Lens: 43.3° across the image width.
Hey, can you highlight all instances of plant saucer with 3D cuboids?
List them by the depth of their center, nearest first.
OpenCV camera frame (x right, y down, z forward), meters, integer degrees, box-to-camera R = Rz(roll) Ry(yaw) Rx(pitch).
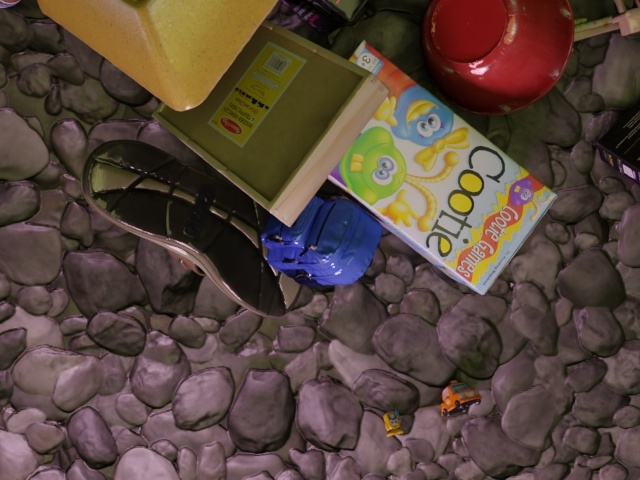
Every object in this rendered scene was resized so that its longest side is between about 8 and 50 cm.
[{"bbox_3d":[-0.144,-0.336,0.806,0.333,0.332,0.081,-53,143,1],"label":"plant saucer"}]

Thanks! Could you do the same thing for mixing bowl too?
[{"bbox_3d":[0.182,-0.236,0.907,0.181,0.098,0.182,1,92,31],"label":"mixing bowl"}]

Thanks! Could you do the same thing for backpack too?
[{"bbox_3d":[0.000,0.000,0.908,0.101,0.120,0.098,32,72,-39],"label":"backpack"}]

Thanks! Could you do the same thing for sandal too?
[{"bbox_3d":[-0.138,-0.018,0.938,0.302,0.086,0.120,35,71,-24],"label":"sandal"}]

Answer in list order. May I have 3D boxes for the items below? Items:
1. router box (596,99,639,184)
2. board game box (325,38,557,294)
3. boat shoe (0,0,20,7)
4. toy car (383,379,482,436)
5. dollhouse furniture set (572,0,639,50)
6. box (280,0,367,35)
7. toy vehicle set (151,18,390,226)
[{"bbox_3d":[0.449,-0.138,0.979,0.179,0.133,0.046,-44,142,0],"label":"router box"},{"bbox_3d":[0.105,-0.083,0.934,0.275,0.144,0.142,37,91,-9],"label":"board game box"},{"bbox_3d":[-0.351,-0.352,0.882,0.066,0.066,0.183,-23,111,-40],"label":"boat shoe"},{"bbox_3d":[0.138,0.206,1.013,0.122,0.060,0.041,-13,65,-12],"label":"toy car"},{"bbox_3d":[0.300,-0.274,0.928,0.181,0.161,0.101,-18,97,-5],"label":"dollhouse furniture set"},{"bbox_3d":[0.041,-0.369,0.889,0.142,0.163,0.247,38,91,-12],"label":"box"},{"bbox_3d":[-0.065,-0.145,0.864,0.166,0.267,0.035,-52,137,2],"label":"toy vehicle set"}]
